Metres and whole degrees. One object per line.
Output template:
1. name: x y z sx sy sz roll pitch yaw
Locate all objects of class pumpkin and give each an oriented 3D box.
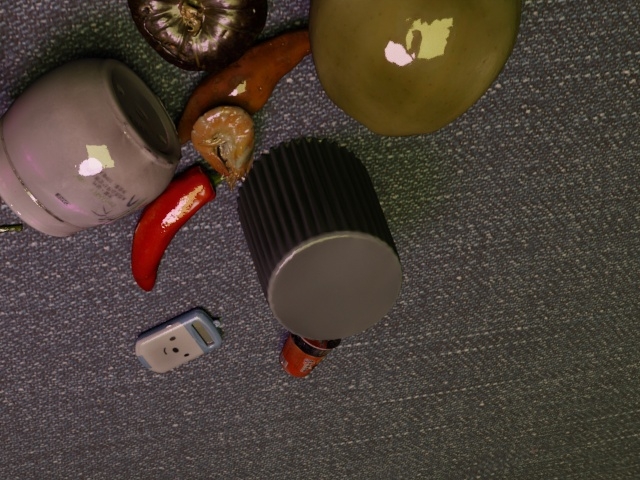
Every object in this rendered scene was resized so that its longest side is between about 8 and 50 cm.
1. pumpkin: -0.201 -0.399 1.164 0.238 0.159 0.238 -5 128 -7

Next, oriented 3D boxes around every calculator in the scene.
1. calculator: -0.328 0.233 1.627 0.210 0.039 0.121 -25 126 3

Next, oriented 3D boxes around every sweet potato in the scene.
1. sweet potato: -0.147 -0.283 1.286 0.359 0.112 0.112 -36 124 15

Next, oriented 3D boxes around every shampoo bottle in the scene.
1. shampoo bottle: -0.405 -0.158 1.207 0.266 0.273 0.273 -30 125 15

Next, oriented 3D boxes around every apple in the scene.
1. apple: 0.146 -0.353 1.169 0.357 0.357 0.357 -6 124 -9

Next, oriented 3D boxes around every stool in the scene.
1. stool: 0.000 0.000 1.372 0.297 0.330 0.297 -7 124 -10

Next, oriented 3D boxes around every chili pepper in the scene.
1. chili pepper: -0.306 -0.039 1.435 0.368 0.092 0.137 -46 149 22

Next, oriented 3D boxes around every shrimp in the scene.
1. shrimp: -0.178 -0.173 1.302 0.115 0.051 0.217 -3 146 -4

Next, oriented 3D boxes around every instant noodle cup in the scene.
1. instant noodle cup: -0.034 0.253 1.667 0.127 0.127 0.135 16 126 -22

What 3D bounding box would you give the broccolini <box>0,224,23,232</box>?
1. broccolini: -0.668 -0.013 1.395 0.140 0.030 0.035 -6 132 -15
